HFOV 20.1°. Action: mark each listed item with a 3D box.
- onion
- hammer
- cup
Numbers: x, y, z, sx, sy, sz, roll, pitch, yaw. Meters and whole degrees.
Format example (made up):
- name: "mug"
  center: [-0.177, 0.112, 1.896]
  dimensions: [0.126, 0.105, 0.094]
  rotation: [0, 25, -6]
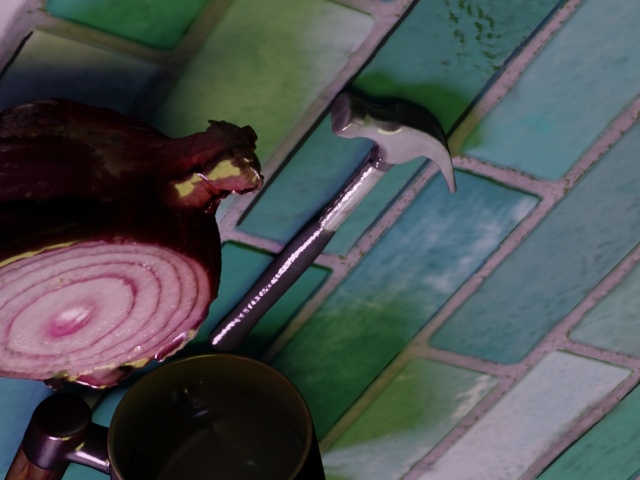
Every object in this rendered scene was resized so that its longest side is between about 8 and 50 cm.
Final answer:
- name: "onion"
  center: [-0.125, -0.019, 1.047]
  dimensions: [0.218, 0.140, 0.195]
  rotation: [-36, 140, 24]
- name: "hammer"
  center: [0.000, 0.000, 1.194]
  dimensions: [0.103, 0.029, 0.246]
  rotation: [14, 134, -29]
- name: "cup"
  center: [-0.107, 0.194, 1.280]
  dimensions: [0.239, 0.166, 0.177]
  rotation: [-10, 140, -6]
